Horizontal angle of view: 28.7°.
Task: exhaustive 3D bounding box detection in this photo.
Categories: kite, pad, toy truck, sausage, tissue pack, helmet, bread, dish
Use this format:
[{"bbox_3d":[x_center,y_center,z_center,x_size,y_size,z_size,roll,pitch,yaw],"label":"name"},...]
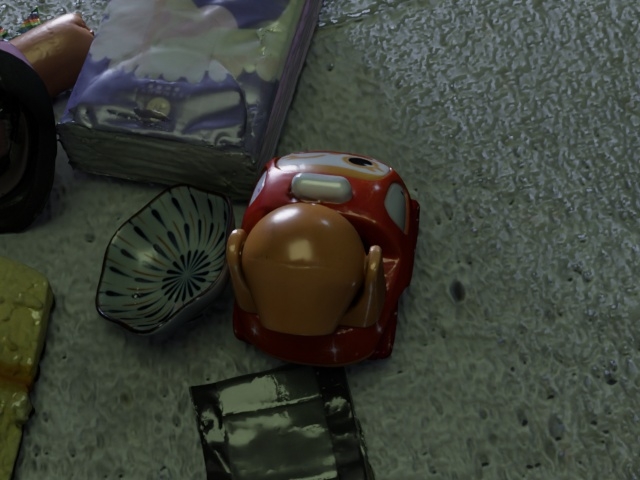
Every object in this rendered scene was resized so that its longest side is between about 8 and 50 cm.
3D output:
[{"bbox_3d":[-0.383,-0.247,1.577,0.090,0.004,0.122,36,70,20],"label":"kite"},{"bbox_3d":[-0.035,0.235,1.286,0.174,0.022,0.233,-14,60,-3],"label":"pad"},{"bbox_3d":[0.000,0.000,1.285,0.189,0.239,0.265,7,61,8],"label":"toy truck"},{"bbox_3d":[-0.394,-0.177,1.497,0.289,0.086,0.086,-31,64,-14],"label":"sausage"},{"bbox_3d":[-0.142,-0.228,1.483,0.242,0.125,0.344,10,61,11],"label":"tissue pack"},{"bbox_3d":[-0.393,-0.131,1.374,0.198,0.253,0.154,-3,59,-15],"label":"helmet"},{"bbox_3d":[-0.425,0.143,1.334,0.236,0.198,0.263,21,61,-23],"label":"bread"},{"bbox_3d":[-0.152,0.032,1.358,0.190,0.066,0.191,-20,49,25],"label":"dish"}]
